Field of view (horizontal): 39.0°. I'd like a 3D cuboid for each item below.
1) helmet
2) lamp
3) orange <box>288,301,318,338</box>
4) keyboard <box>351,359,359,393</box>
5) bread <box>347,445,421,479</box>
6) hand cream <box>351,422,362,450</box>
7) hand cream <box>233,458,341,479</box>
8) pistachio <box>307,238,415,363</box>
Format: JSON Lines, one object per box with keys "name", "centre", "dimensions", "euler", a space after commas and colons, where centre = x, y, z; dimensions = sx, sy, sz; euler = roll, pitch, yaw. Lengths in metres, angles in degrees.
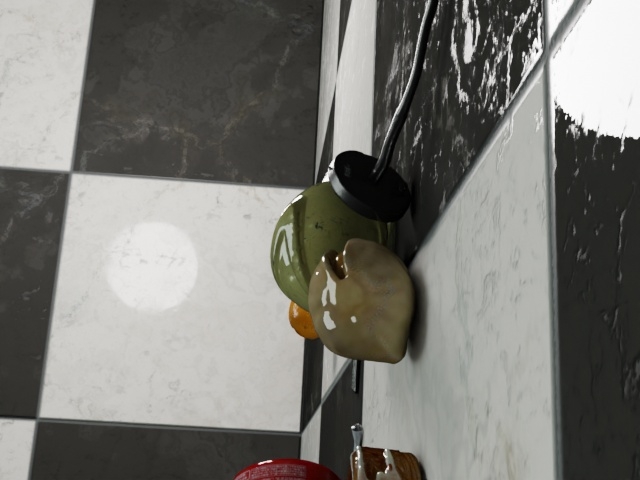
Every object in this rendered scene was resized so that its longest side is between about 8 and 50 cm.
{"name": "helmet", "centre": [-0.002, -0.004, 1.303], "dimensions": [0.204, 0.137, 0.257], "euler": [-1, 83, 48]}
{"name": "lamp", "centre": [0.076, -0.187, 1.036], "dimensions": [0.130, 0.108, 0.371], "euler": [-94, 9, -46]}
{"name": "orange", "centre": [-0.017, 0.173, 2.187], "dimensions": [0.135, 0.117, 0.135], "euler": [23, -90, -81]}
{"name": "keyboard", "centre": [0.065, 0.195, 1.625], "dimensions": [0.053, 0.010, 0.155], "euler": [126, 148, -86]}
{"name": "bread", "centre": [0.060, 0.298, 0.962], "dimensions": [0.160, 0.073, 0.160], "euler": [-170, 90, -89]}
{"name": "hand cream", "centre": [0.062, 0.344, 1.511], "dimensions": [0.030, 0.019, 0.093], "euler": [-96, 4, -61]}
{"name": "hand cream", "centre": [-0.064, 0.515, 1.666], "dimensions": [0.230, 0.230, 0.149], "euler": [97, 173, -47]}
{"name": "pistachio", "centre": [0.051, 0.069, 1.078], "dimensions": [0.152, 0.126, 0.223], "euler": [57, -170, -18]}
